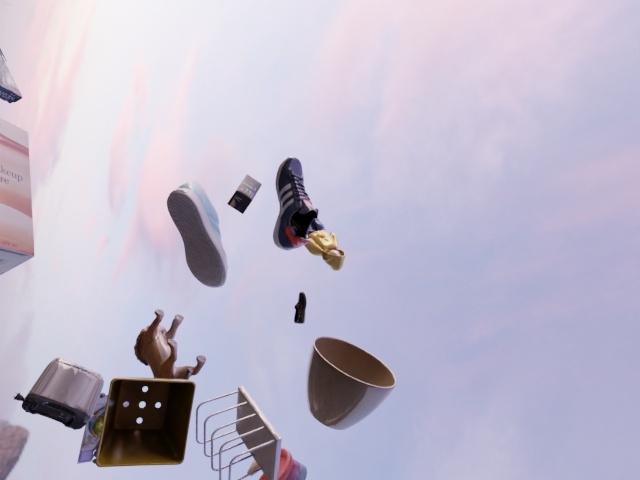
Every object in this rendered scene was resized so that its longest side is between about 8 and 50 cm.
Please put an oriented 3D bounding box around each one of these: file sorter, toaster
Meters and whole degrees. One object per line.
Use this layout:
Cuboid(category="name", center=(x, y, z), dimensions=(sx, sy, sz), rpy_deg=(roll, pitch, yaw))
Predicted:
Cuboid(category="file sorter", center=(-0.272, 0.654, 1.468), dimensions=(0.277, 0.173, 0.193), rpy_deg=(31, -58, 48))
Cuboid(category="toaster", center=(-0.773, 0.455, 1.364), dimensions=(0.129, 0.227, 0.146), rpy_deg=(-41, -154, 35))

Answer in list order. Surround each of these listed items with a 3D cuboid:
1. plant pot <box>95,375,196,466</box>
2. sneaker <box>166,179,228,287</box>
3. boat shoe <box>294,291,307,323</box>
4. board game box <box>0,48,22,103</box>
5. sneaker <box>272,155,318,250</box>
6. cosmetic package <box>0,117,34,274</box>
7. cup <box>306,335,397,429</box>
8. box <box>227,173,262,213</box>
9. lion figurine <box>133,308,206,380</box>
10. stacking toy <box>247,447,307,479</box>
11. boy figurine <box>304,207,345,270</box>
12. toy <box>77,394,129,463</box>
Cuboid(category="plant pot", center=(-0.479, 0.469, 1.238), dimensions=(0.187, 0.212, 0.212), rpy_deg=(-8, -108, 64))
Cuboid(category="sneaker", center=(-0.360, -0.023, 1.446), dimensions=(0.150, 0.135, 0.366), rpy_deg=(-69, 155, -54))
Cuboid(category="boat shoe", center=(-0.083, 0.274, 1.851), dimensions=(0.049, 0.042, 0.133), rpy_deg=(-11, -107, 64))
Cuboid(category="board game box", center=(-0.539, -0.293, 0.670), dimensions=(0.026, 0.186, 0.126), rpy_deg=(-28, -94, 1))
Cuboid(category="sneaker", center=(-0.076, -0.140, 1.625), dimensions=(0.148, 0.131, 0.350), rpy_deg=(-7, -102, 43))
Cuboid(category="cosmetic package", center=(-0.657, -0.094, 0.864), dimensions=(0.129, 0.153, 0.296), rpy_deg=(-24, -111, 16))
Cuboid(category="cup", center=(0.076, 0.533, 1.645), dimensions=(0.331, 0.331, 0.237), rpy_deg=(35, -77, 50))
Cuboid(category="box", center=(-0.203, -0.125, 1.220), dimensions=(0.062, 0.052, 0.083), rpy_deg=(-47, -164, 40))
Cuboid(category="lion figurine", center=(-0.526, 0.396, 1.523), dimensions=(0.240, 0.142, 0.392), rpy_deg=(-60, -143, 12))
Cuboid(category="stacking toy", center=(-0.183, 0.878, 1.540), dimensions=(0.309, 0.130, 0.279), rpy_deg=(-52, -166, -33))
Cuboid(category="boy figurine", center=(0.000, 0.000, 1.803), dimensions=(0.285, 0.177, 0.092), rpy_deg=(58, -44, 33))
Cuboid(category="toy", center=(-0.733, 0.654, 1.561), dimensions=(0.056, 0.136, 0.237), rpy_deg=(18, -87, 48))
